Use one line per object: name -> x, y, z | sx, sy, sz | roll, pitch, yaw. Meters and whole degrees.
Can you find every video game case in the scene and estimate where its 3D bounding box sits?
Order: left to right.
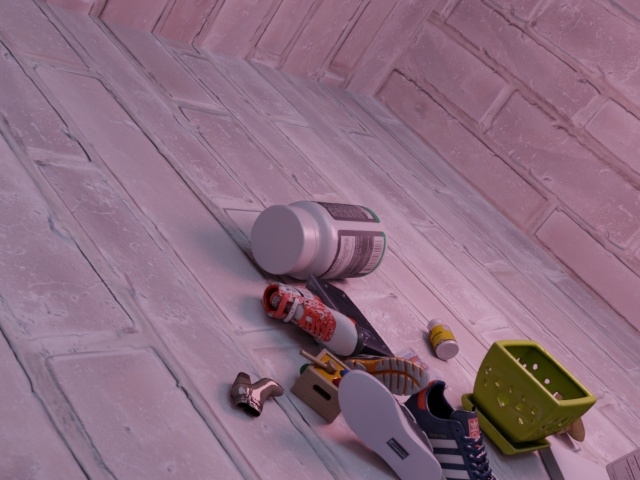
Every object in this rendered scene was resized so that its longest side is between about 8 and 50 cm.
video game case -> 0.237, 0.333, 2.042 | 0.143, 0.019, 0.157 | 44, 24, 20

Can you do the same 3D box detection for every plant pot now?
plant pot -> 0.502, 0.396, 2.030 | 0.227, 0.207, 0.228 | 9, 30, -48

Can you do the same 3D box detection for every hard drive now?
hard drive -> 0.066, 0.198, 1.981 | 0.172, 0.054, 0.254 | 31, 16, -50
hard drive -> 0.704, 0.634, 2.068 | 0.307, 0.040, 0.203 | 27, 24, -19

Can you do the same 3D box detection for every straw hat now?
straw hat -> 0.656, 0.494, 2.244 | 0.061, 0.144, 0.144 | -19, 44, -12

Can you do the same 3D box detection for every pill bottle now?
pill bottle -> 0.000, 0.000, 2.130 | 0.361, 0.204, 0.204 | 3, 39, -53
pill bottle -> 0.332, 0.267, 2.246 | 0.065, 0.065, 0.116 | 24, 24, -25

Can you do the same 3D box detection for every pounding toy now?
pounding toy -> 0.008, 0.285, 1.709 | 0.141, 0.100, 0.130 | 38, 22, 7

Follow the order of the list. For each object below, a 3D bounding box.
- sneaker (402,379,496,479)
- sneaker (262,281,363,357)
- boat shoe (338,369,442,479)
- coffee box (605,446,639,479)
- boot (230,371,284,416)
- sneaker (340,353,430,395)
sneaker -> 0.309, 0.446, 1.748 | 0.131, 0.148, 0.350 | 4, 38, -51
sneaker -> -0.028, 0.178, 1.849 | 0.145, 0.090, 0.270 | 15, 15, -38
boat shoe -> 0.140, 0.371, 1.666 | 0.301, 0.108, 0.102 | 49, 11, -12
coffee box -> 0.913, 0.644, 1.851 | 0.337, 0.334, 0.338 | 41, 24, -24
boot -> -0.121, 0.304, 1.581 | 0.118, 0.042, 0.087 | 24, 31, -22
sneaker -> 0.137, 0.290, 1.826 | 0.215, 0.084, 0.083 | 6, 7, 11
